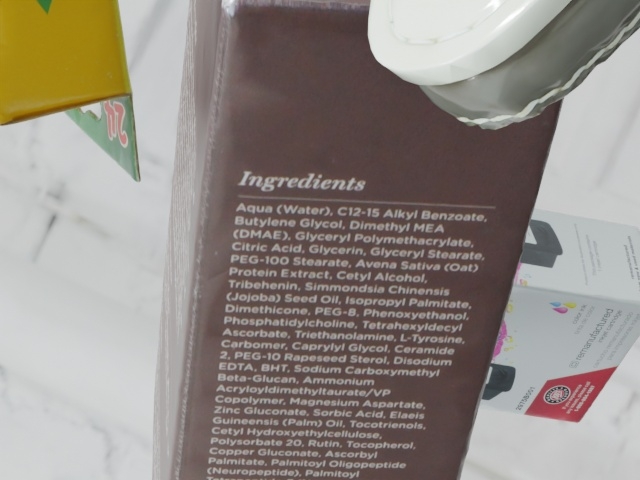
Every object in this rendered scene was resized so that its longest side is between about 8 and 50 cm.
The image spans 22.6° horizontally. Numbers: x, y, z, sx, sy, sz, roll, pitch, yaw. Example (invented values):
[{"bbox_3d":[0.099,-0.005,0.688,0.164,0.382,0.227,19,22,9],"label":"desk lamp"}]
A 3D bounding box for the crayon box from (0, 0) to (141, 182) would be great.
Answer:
[{"bbox_3d":[-0.182,-0.198,0.869,0.202,0.081,0.319,-140,39,-57],"label":"crayon box"}]

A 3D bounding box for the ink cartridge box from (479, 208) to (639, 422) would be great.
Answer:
[{"bbox_3d":[0.104,0.043,1.019,0.127,0.175,0.072,113,160,-44],"label":"ink cartridge box"}]

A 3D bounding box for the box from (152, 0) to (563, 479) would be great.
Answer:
[{"bbox_3d":[0.000,0.000,0.736,0.191,0.143,0.381,-96,10,-47],"label":"box"}]

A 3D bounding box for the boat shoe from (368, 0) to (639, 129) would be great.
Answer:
[{"bbox_3d":[0.127,-0.144,0.526,0.305,0.109,0.091,-54,-52,-21],"label":"boat shoe"}]
